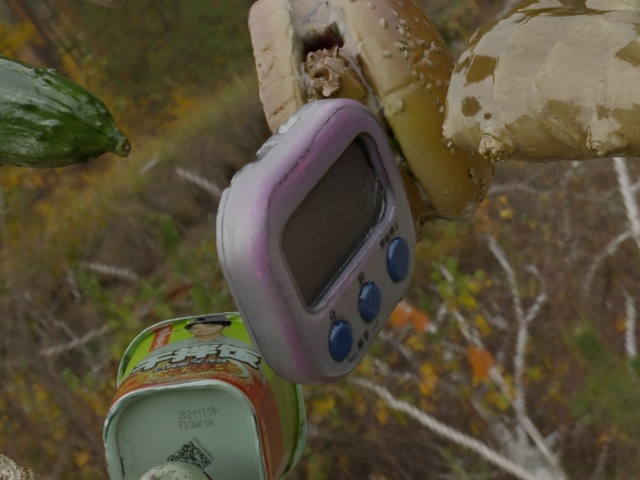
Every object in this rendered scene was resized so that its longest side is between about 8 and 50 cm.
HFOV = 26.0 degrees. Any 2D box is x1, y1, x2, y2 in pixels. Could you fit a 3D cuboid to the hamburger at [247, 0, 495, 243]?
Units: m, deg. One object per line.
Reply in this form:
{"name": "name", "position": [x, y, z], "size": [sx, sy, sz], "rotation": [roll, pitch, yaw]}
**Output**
{"name": "hamburger", "position": [0.076, -0.169, 1.966], "size": [0.268, 0.445, 0.287], "rotation": [-24, 16, 17]}

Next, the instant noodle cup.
{"name": "instant noodle cup", "position": [-0.161, 0.254, 1.855], "size": [0.294, 0.294, 0.308], "rotation": [-36, 5, 7]}

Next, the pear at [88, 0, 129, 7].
{"name": "pear", "position": [-0.210, -0.388, 1.465], "size": [0.271, 0.271, 0.271], "rotation": [-35, 15, 11]}

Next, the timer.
{"name": "timer", "position": [0.000, 0.000, 1.097], "size": [0.069, 0.190, 0.208], "rotation": [1, 35, 35]}

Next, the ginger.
{"name": "ginger", "position": [0.293, -0.146, 1.315], "size": [0.375, 0.166, 0.236], "rotation": [17, 44, 30]}

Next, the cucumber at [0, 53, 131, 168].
{"name": "cucumber", "position": [-0.313, -0.132, 1.477], "size": [0.134, 0.244, 0.134], "rotation": [16, -90, -78]}

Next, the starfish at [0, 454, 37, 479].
{"name": "starfish", "position": [-0.336, 0.246, 1.400], "size": [0.216, 0.238, 0.071], "rotation": [13, 51, 39]}

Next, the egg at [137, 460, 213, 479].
{"name": "egg", "position": [-0.154, 0.281, 1.493], "size": [0.085, 0.085, 0.110], "rotation": [-30, -27, 28]}
